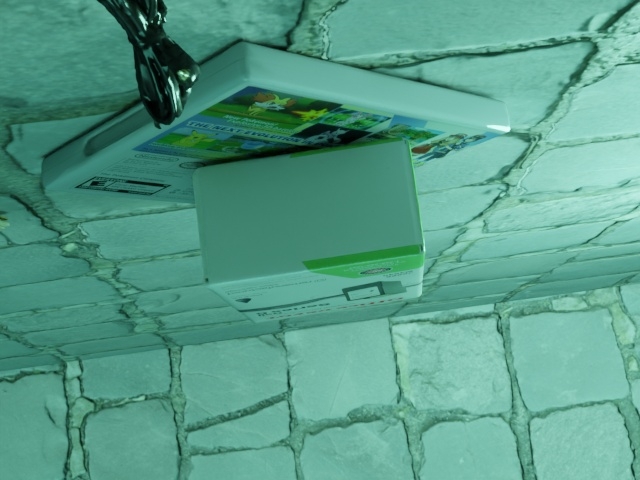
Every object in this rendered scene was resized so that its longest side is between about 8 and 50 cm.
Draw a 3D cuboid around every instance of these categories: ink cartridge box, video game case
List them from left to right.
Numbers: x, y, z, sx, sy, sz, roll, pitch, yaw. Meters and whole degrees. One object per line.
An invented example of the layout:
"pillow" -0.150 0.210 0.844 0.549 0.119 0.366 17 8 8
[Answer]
"video game case" -0.040 -0.089 0.964 0.329 0.036 0.300 4 163 -44
"ink cartridge box" 0.000 0.000 1.036 0.198 0.115 0.273 -9 168 4

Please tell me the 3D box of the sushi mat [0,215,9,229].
"sushi mat" -0.465 -0.026 1.011 0.151 0.019 0.316 -14 167 22

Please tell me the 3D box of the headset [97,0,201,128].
"headset" -0.258 -0.042 0.536 0.394 0.243 0.185 -31 143 -7
